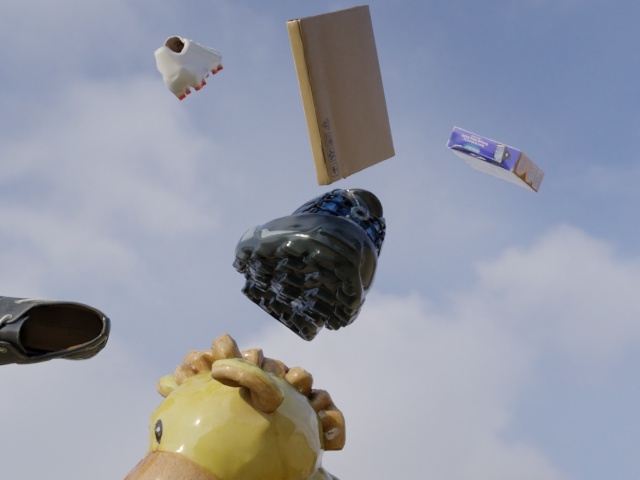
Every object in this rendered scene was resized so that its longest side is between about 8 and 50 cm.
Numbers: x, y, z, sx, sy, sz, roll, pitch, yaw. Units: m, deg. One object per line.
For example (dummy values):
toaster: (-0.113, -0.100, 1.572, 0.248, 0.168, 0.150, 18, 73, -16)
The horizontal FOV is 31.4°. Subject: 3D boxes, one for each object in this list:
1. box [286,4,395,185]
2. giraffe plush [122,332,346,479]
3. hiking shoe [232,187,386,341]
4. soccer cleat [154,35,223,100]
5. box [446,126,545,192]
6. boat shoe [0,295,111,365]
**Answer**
box: (0.030, -0.184, 1.415, 0.021, 0.201, 0.164, -3, 14, 35)
giraffe plush: (-0.020, 0.133, 0.534, 0.181, 0.210, 0.170, -34, -80, 37)
hiking shoe: (0.000, 0.000, 0.972, 0.113, 0.132, 0.304, 35, -11, -3)
soccer cleat: (-0.180, -0.248, 1.552, 0.068, 0.196, 0.076, -28, -76, 12)
box: (0.191, -0.089, 1.242, 0.081, 0.028, 0.136, 24, -1, 24)
boat shoe: (-0.348, 0.097, 1.252, 0.233, 0.084, 0.079, 1, -7, -18)
